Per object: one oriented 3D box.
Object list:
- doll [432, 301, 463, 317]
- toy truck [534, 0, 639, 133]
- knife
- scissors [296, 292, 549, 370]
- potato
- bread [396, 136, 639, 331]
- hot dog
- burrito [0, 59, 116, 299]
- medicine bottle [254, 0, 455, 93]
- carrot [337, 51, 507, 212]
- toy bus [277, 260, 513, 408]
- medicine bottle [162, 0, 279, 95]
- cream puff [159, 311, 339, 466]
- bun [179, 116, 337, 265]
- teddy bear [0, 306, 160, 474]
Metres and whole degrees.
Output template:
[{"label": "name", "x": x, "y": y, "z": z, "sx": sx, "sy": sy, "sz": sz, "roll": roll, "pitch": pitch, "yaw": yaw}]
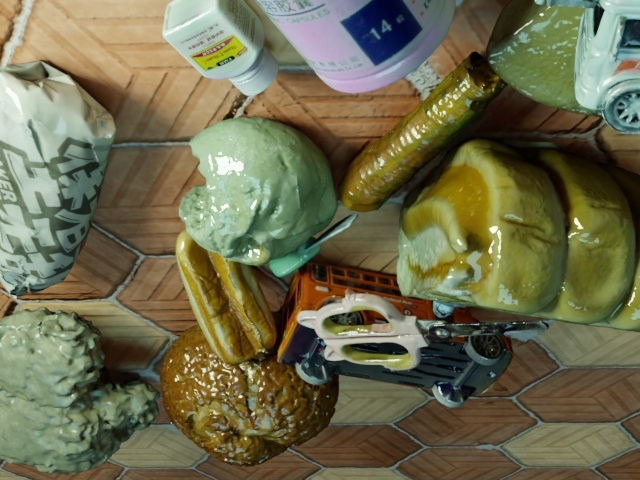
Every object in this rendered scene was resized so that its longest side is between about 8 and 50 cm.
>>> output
[{"label": "doll", "x": 0.225, "y": 0.033, "z": 1.272, "sx": 0.180, "sy": 0.075, "sz": 0.120, "roll": -17, "pitch": 107, "yaw": -7}, {"label": "toy truck", "x": 0.335, "y": -0.183, "z": 0.684, "sx": 0.338, "sy": 0.133, "sz": 0.184, "roll": 6, "pitch": 141, "yaw": 13}, {"label": "knife", "x": 0.001, "y": -0.001, "z": 1.180, "sx": 0.034, "sy": 0.063, "sz": 0.260, "roll": 54, "pitch": 151, "yaw": -3}, {"label": "scissors", "x": 0.126, "y": 0.114, "z": 1.129, "sx": 0.318, "sy": 0.024, "sz": 0.160, "roll": -6, "pitch": 135, "yaw": 29}, {"label": "potato", "x": 0.279, "y": -0.229, "z": 0.838, "sx": 0.255, "sy": 0.112, "sz": 0.269, "roll": -12, "pitch": 132, "yaw": 26}, {"label": "bread", "x": 0.276, "y": -0.006, "z": 1.069, "sx": 0.341, "sy": 0.210, "sz": 0.300, "roll": 10, "pitch": 179, "yaw": -3}, {"label": "hot dog", "x": -0.135, "y": 0.078, "z": 1.282, "sx": 0.102, "sy": 0.076, "sz": 0.249, "roll": -27, "pitch": 119, "yaw": -9}, {"label": "burrito", "x": -0.345, "y": -0.047, "z": 1.131, "sx": 0.139, "sy": 0.101, "sz": 0.445, "roll": 1, "pitch": 145, "yaw": -20}, {"label": "medicine bottle", "x": -0.005, "y": -0.258, "z": 0.761, "sx": 0.152, "sy": 0.152, "sz": 0.254, "roll": -18, "pitch": 142, "yaw": 26}, {"label": "carrot", "x": 0.110, "y": -0.117, "z": 1.040, "sx": 0.070, "sy": 0.070, "sz": 0.260, "roll": 20, "pitch": 140, "yaw": -26}, {"label": "toy bus", "x": 0.111, "y": 0.135, "z": 1.336, "sx": 0.329, "sy": 0.153, "sz": 0.143, "roll": 11, "pitch": 137, "yaw": -13}, {"label": "medicine bottle", "x": -0.097, "y": -0.203, "z": 0.930, "sx": 0.074, "sy": 0.055, "sz": 0.118, "roll": -20, "pitch": 141, "yaw": 26}, {"label": "cream puff", "x": -0.114, "y": 0.249, "z": 1.463, "sx": 0.303, "sy": 0.212, "sz": 0.303, "roll": -1, "pitch": 141, "yaw": -1}, {"label": "bun", "x": -0.084, "y": -0.046, "z": 1.101, "sx": 0.204, "sy": 0.126, "sz": 0.212, "roll": -11, "pitch": 144, "yaw": 13}, {"label": "teddy bear", "x": -0.433, "y": 0.222, "z": 1.484, "sx": 0.357, "sy": 0.224, "sz": 0.367, "roll": 12, "pitch": 129, "yaw": -13}]
